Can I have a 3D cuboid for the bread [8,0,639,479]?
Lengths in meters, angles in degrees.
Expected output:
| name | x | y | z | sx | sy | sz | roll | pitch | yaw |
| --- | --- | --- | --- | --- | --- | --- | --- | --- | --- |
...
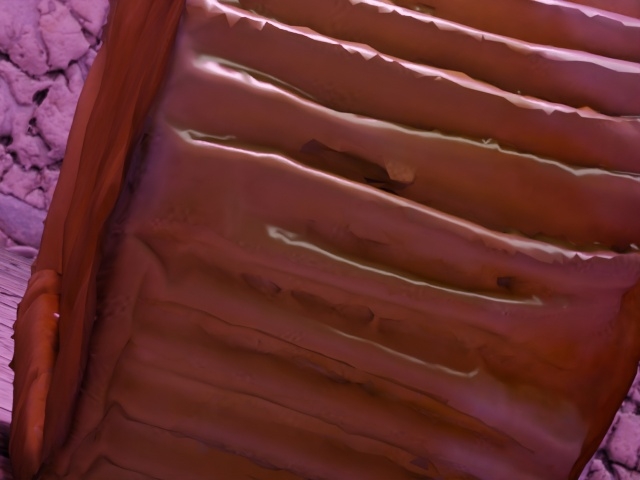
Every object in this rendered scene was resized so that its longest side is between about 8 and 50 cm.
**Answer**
| name | x | y | z | sx | sy | sz | roll | pitch | yaw |
| --- | --- | --- | --- | --- | --- | --- | --- | --- | --- |
| bread | 0.000 | 0.000 | 0.511 | 0.156 | 0.204 | 0.288 | 19 | -6 | -13 |
